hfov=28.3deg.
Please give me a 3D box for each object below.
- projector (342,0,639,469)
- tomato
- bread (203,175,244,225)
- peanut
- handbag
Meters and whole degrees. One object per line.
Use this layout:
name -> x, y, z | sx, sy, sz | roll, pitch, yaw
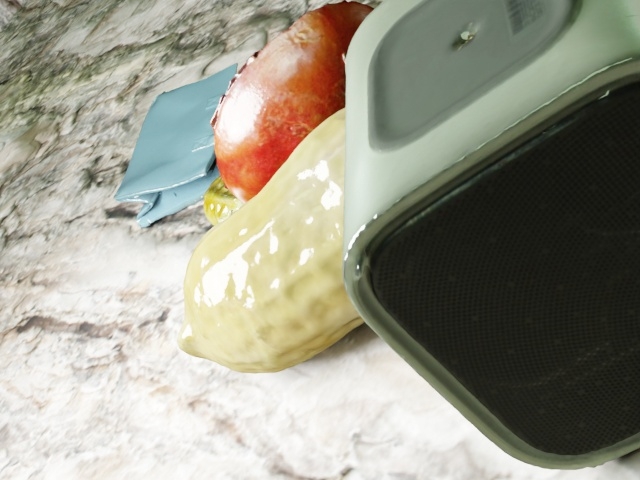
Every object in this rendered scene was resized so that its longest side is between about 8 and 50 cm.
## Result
projector -> 0.163, -0.046, 0.800 | 0.248, 0.248, 0.249 | -33, 30, 24
tomato -> 0.014, -0.099, 1.165 | 0.228, 0.228, 0.101 | -41, 60, 9
bread -> -0.085, -0.039, 1.344 | 0.110, 0.060, 0.066 | 13, 90, 58
peanut -> -0.001, 0.002, 1.064 | 0.340, 0.158, 0.174 | -38, 32, 16
handbag -> -0.164, -0.122, 1.577 | 0.144, 0.057, 0.221 | -21, 35, 27
